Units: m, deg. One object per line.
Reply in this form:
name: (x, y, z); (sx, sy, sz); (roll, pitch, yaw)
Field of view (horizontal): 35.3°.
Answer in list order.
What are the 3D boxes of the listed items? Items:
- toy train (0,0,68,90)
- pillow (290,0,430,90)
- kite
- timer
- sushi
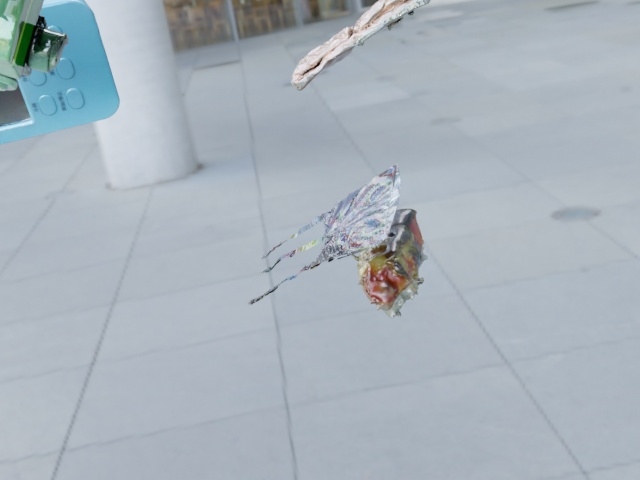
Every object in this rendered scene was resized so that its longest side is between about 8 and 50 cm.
toy train: (-0.400, -0.233, 0.970); (0.301, 0.120, 0.202); (15, -8, -9)
pillow: (0.052, -0.291, 1.422); (0.233, 0.043, 0.126); (-34, 11, 14)
kite: (0.000, 0.000, 1.397); (0.285, 0.015, 0.152); (-32, 30, 34)
timer: (-0.475, -0.275, 1.634); (0.250, 0.231, 0.091); (-23, 44, -14)
sushi: (0.097, 0.039, 1.421); (0.097, 0.103, 0.226); (-20, 21, 23)
